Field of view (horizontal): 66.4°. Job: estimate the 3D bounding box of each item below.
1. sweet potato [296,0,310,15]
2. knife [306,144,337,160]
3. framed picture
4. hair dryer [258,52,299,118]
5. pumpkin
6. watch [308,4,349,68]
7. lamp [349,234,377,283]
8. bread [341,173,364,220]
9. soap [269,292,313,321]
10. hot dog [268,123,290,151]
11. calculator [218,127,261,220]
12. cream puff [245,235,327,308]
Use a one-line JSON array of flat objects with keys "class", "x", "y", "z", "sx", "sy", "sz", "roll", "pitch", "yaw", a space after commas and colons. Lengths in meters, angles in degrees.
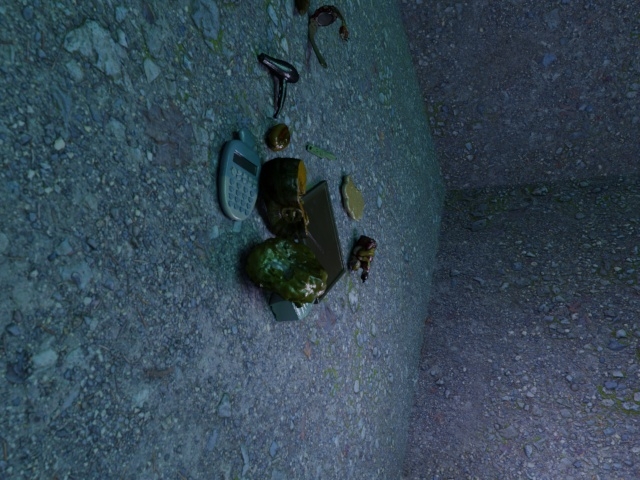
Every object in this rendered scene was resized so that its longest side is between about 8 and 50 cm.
[{"class": "sweet potato", "x": -0.071, "y": -1.032, "z": 2.020, "sx": 0.078, "sy": 0.058, "sz": 0.256, "roll": 7, "pitch": 76, "yaw": -43}, {"class": "knife", "x": 0.011, "y": -0.379, "z": 2.154, "sx": 0.293, "sy": 0.019, "sz": 0.043, "roll": 6, "pitch": 83, "yaw": -63}, {"class": "framed picture", "x": 0.000, "y": 0.000, "z": 2.079, "sx": 0.326, "sy": 0.028, "sz": 0.447, "roll": -42, "pitch": 124, "yaw": -57}, {"class": "hair dryer", "x": -0.160, "y": -0.558, "z": 1.796, "sx": 0.195, "sy": 0.075, "sz": 0.219, "roll": 9, "pitch": 87, "yaw": -53}, {"class": "pumpkin", "x": -0.117, "y": -0.160, "z": 1.723, "sx": 0.281, "sy": 0.139, "sz": 0.190, "roll": 81, "pitch": 9, "yaw": -45}, {"class": "watch", "x": 0.037, "y": -0.870, "z": 2.075, "sx": 0.102, "sy": 0.164, "sz": 0.269, "roll": 30, "pitch": 39, "yaw": -59}, {"class": "lamp", "x": 0.202, "y": 0.092, "z": 2.393, "sx": 0.118, "sy": 0.118, "sz": 0.253, "roll": 61, "pitch": 40, "yaw": -42}, {"class": "bread", "x": 0.156, "y": -0.197, "z": 2.404, "sx": 0.251, "sy": 0.038, "sz": 0.182, "roll": 53, "pitch": 42, "yaw": -49}, {"class": "soap", "x": -0.089, "y": 0.204, "z": 1.806, "sx": 0.230, "sy": 0.091, "sz": 0.145, "roll": -61, "pitch": 140, "yaw": -49}, {"class": "hot dog", "x": -0.150, "y": -0.381, "z": 1.789, "sx": 0.140, "sy": 0.060, "sz": 0.090, "roll": -61, "pitch": 144, "yaw": -37}, {"class": "calculator", "x": -0.256, "y": -0.211, "z": 1.567, "sx": 0.188, "sy": 0.042, "sz": 0.303, "roll": 30, "pitch": 61, "yaw": -58}, {"class": "cream puff", "x": -0.122, "y": 0.117, "z": 1.627, "sx": 0.281, "sy": 0.185, "sz": 0.282, "roll": 29, "pitch": 29, "yaw": -18}]
